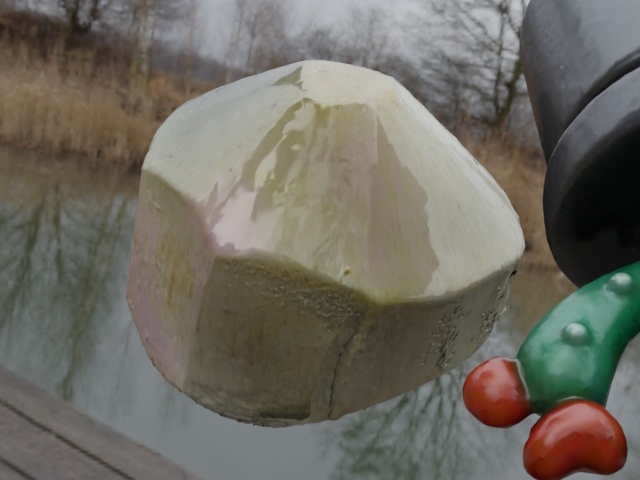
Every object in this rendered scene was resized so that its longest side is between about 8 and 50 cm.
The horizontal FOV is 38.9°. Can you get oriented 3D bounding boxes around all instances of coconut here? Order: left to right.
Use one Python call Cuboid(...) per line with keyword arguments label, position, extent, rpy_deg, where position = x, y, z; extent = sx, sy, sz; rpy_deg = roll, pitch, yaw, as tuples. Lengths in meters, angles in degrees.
Cuboid(label="coconut", position=(0.000, 0.000, 0.804), extent=(0.353, 0.352, 0.352), rpy_deg=(10, 8, -1))

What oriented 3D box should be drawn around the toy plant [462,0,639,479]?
Cuboid(label="toy plant", position=(0.225, -0.002, 0.472), extent=(0.279, 0.185, 0.400), rpy_deg=(15, 43, -18))
